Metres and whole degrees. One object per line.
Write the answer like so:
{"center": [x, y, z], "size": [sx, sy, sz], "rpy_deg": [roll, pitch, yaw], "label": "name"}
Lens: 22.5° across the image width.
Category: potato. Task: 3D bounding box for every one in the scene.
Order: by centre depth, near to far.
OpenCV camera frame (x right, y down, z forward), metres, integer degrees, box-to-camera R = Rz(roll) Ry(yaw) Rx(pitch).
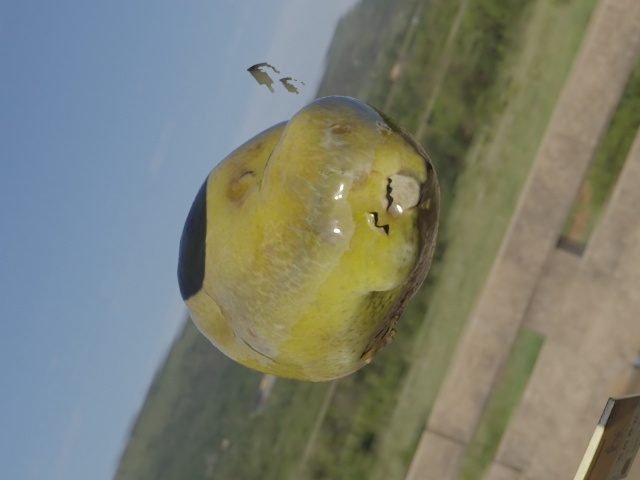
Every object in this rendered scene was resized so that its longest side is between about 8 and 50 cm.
{"center": [-0.003, -0.003, 1.357], "size": [0.351, 0.202, 0.218], "rpy_deg": [146, 140, -65], "label": "potato"}

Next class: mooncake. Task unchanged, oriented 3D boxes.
{"center": [0.027, -0.287, 1.964], "size": [0.347, 0.150, 0.057], "rpy_deg": [-30, 40, 25], "label": "mooncake"}

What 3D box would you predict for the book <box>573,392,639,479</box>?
{"center": [0.347, 0.233, 1.879], "size": [0.172, 0.012, 0.118], "rpy_deg": [3, -70, -60], "label": "book"}
